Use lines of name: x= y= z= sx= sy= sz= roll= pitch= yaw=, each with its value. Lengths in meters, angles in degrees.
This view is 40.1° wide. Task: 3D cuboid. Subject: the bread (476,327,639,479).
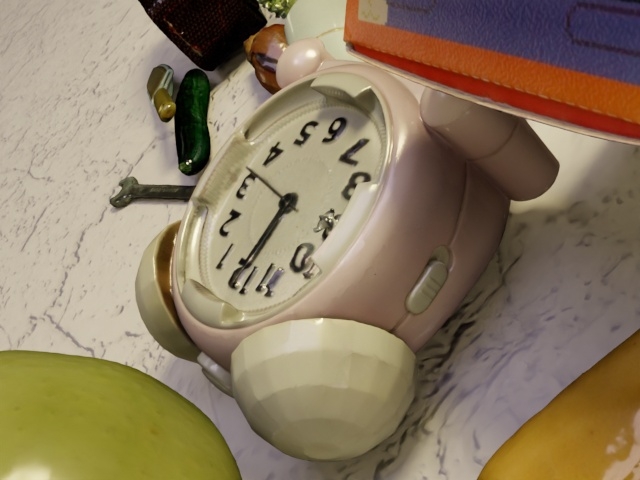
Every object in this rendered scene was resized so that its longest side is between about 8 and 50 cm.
bread: x=0.224 y=0.103 z=0.526 sx=0.305 sy=0.091 sz=0.142 roll=-42 pitch=41 yaw=2

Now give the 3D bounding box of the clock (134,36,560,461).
clock: x=0.000 y=0.000 z=0.775 sx=0.326 sy=0.184 sz=0.342 roll=-54 pitch=31 yaw=-8

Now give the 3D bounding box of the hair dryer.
hair dryer: x=0.137 y=-0.248 z=0.975 sx=0.357 sy=0.107 sz=0.173 roll=-21 pitch=51 yaw=9

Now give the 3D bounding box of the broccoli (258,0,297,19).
broccoli: x=0.016 y=-0.446 z=1.075 sx=0.252 sy=0.362 sz=0.221 roll=6 pitch=38 yaw=26

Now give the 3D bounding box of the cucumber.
cucumber: x=-0.179 y=-0.165 z=1.220 sx=0.056 sy=0.056 sz=0.284 roll=-31 pitch=34 yaw=16

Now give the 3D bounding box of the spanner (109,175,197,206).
spanner: x=-0.205 y=-0.064 z=1.169 sx=0.254 sy=0.015 sz=0.054 roll=4 pitch=54 yaw=46

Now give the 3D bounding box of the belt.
belt: x=-0.180 y=-0.387 z=1.334 sx=0.164 sy=0.184 sz=0.289 roll=-43 pitch=35 yaw=13

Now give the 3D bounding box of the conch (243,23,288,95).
conch: x=-0.046 y=-0.231 z=1.135 sx=0.086 sy=0.080 sz=0.233 roll=-48 pitch=34 yaw=14

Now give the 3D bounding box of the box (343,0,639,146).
box: x=0.245 y=-0.205 z=0.534 sx=0.348 sy=0.257 sz=0.318 roll=-7 pitch=21 yaw=-31

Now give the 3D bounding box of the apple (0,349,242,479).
apple: x=-0.197 y=0.241 z=0.570 sx=0.357 sy=0.357 sz=0.357 roll=-25 pitch=39 yaw=22

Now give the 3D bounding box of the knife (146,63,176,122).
knife: x=-0.232 y=-0.227 z=1.306 sx=0.061 sy=0.027 sz=0.343 roll=-62 pitch=21 yaw=8
